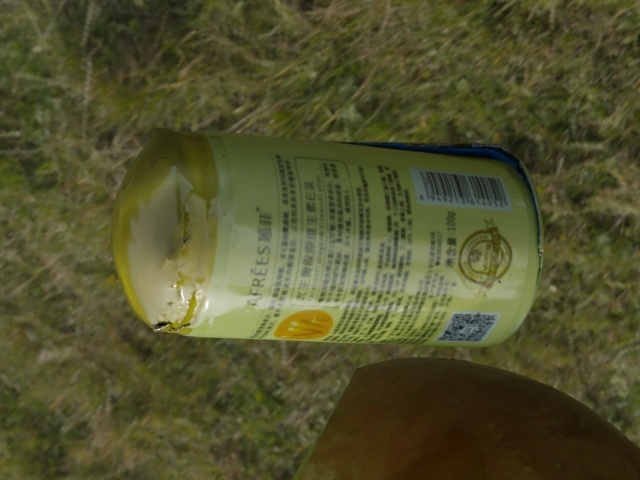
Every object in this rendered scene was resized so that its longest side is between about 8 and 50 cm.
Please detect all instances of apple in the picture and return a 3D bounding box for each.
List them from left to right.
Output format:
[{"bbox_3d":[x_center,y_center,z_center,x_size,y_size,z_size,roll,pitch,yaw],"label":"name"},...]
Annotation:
[{"bbox_3d":[0.081,0.278,0.806,0.384,0.374,0.374,14,126,53],"label":"apple"}]

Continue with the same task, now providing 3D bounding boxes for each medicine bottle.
[{"bbox_3d":[0.000,0.000,0.671,0.238,0.124,0.124,4,128,-20],"label":"medicine bottle"}]
